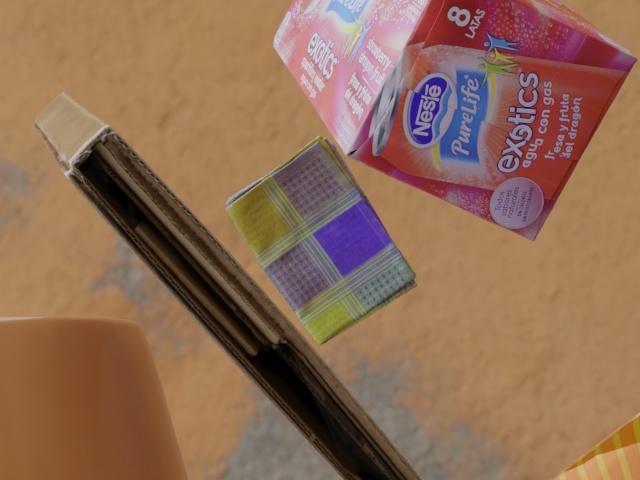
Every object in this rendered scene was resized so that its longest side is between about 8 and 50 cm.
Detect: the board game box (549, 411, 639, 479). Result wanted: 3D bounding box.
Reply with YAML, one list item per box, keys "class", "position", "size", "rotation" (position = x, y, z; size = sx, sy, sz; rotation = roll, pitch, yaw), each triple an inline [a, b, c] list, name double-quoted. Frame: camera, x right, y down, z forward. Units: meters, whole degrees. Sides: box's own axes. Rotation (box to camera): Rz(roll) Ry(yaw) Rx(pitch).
- class: "board game box"
  position: [0.273, 0.240, 0.754]
  size: [0.356, 0.357, 0.356]
  rotation: [-4, -32, -45]

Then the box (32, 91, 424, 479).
- class: "box"
  position: [-0.032, 0.021, 0.607]
  size: [0.021, 0.164, 0.201]
  rotation: [-43, 13, -4]

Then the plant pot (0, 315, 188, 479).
- class: "plant pot"
  position: [-0.205, 0.157, 1.145]
  size: [0.291, 0.290, 0.204]
  rotation: [79, -172, -83]

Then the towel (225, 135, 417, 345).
- class: "towel"
  position: [0.000, 0.000, 0.834]
  size: [0.060, 0.083, 0.009]
  rotation: [-32, -4, -7]

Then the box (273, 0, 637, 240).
- class: "box"
  position: [0.070, -0.114, 1.085]
  size: [0.123, 0.128, 0.257]
  rotation: [-63, 19, 14]
